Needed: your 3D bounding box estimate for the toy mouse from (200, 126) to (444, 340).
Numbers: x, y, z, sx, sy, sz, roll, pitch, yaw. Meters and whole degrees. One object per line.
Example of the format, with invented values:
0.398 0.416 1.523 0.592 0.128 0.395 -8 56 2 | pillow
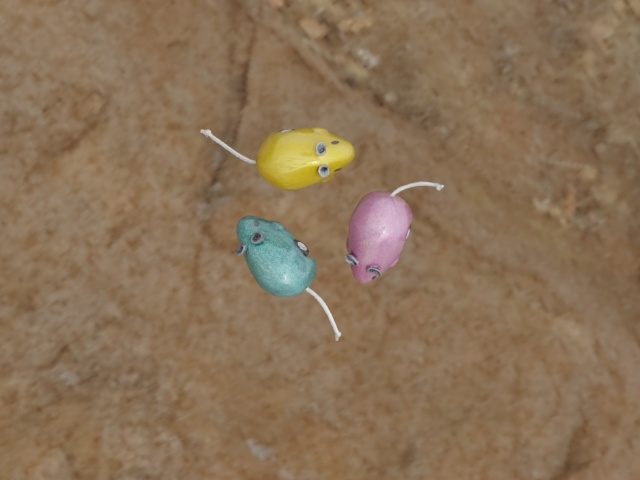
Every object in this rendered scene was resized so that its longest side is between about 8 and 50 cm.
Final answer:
0.000 0.000 0.954 0.031 0.161 0.143 -43 131 -70 | toy mouse
